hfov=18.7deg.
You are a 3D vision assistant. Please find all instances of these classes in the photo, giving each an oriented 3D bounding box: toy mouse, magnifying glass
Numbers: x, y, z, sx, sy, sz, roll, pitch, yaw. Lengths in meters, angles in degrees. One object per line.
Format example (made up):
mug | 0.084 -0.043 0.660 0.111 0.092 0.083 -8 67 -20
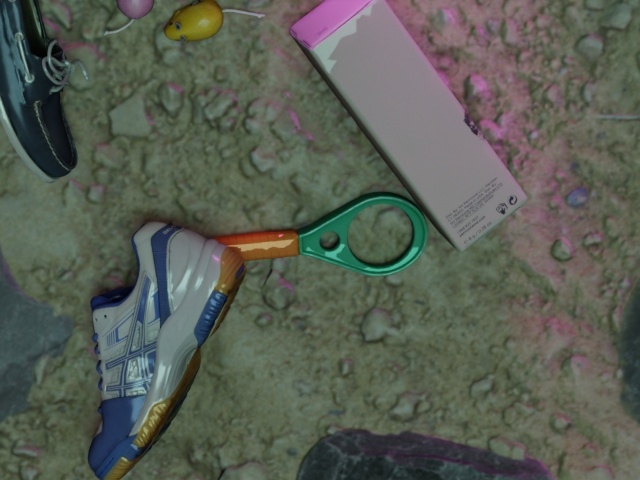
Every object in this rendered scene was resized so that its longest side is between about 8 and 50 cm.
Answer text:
toy mouse | -0.152 -0.261 1.943 0.161 0.031 0.143 -19 112 0
magnifying glass | 0.000 0.000 2.065 0.231 0.026 0.092 -5 111 -5

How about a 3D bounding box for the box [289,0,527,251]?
box | 0.090 -0.128 1.980 0.094 0.113 0.275 -38 112 0

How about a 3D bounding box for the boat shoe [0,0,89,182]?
boat shoe | -0.287 -0.181 1.925 0.079 0.095 0.254 -16 103 11

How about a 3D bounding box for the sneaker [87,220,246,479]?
sneaker | -0.192 0.114 2.054 0.131 0.112 0.296 28 105 4
